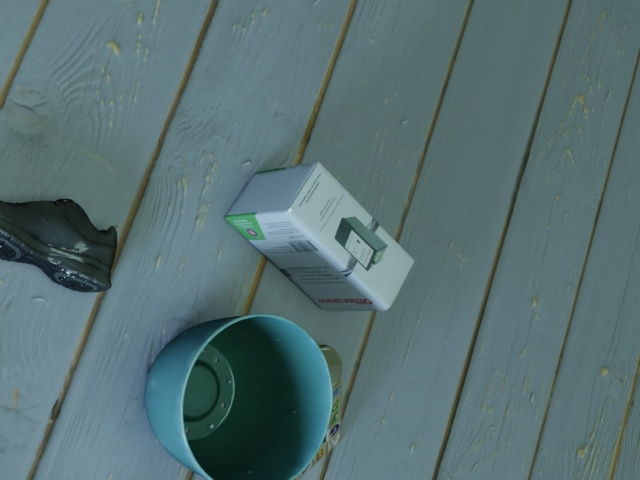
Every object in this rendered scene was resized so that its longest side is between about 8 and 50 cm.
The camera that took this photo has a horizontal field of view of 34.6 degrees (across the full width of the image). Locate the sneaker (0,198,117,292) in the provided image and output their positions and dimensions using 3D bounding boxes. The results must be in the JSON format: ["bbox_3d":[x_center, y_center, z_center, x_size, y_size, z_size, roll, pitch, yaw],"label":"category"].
[{"bbox_3d":[-0.452,-0.019,1.654,0.286,0.109,0.130,32,61,-38],"label":"sneaker"}]

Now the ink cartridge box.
[{"bbox_3d":[0.000,0.000,1.901,0.289,0.211,0.122,45,63,-27],"label":"ink cartridge box"}]

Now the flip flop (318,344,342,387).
[{"bbox_3d":[-0.036,0.324,1.942,0.112,0.080,0.277,48,63,-24],"label":"flip flop"}]

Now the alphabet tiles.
[{"bbox_3d":[-0.042,0.390,1.907,0.237,0.009,0.198,-38,147,-30],"label":"alphabet tiles"}]

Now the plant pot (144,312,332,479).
[{"bbox_3d":[-0.166,0.267,1.755,0.293,0.235,0.293,1,88,-37],"label":"plant pot"}]
